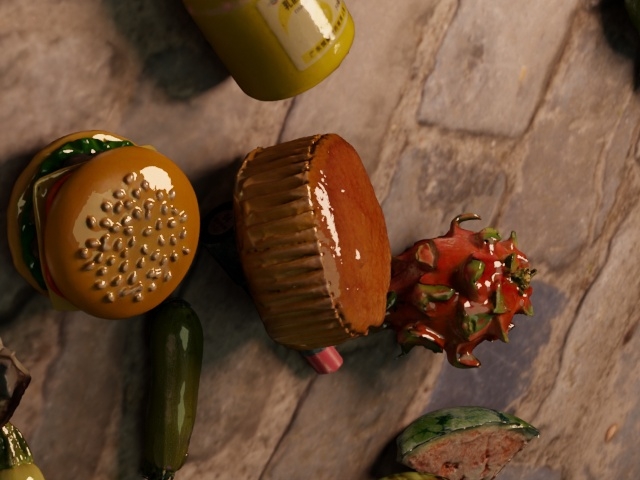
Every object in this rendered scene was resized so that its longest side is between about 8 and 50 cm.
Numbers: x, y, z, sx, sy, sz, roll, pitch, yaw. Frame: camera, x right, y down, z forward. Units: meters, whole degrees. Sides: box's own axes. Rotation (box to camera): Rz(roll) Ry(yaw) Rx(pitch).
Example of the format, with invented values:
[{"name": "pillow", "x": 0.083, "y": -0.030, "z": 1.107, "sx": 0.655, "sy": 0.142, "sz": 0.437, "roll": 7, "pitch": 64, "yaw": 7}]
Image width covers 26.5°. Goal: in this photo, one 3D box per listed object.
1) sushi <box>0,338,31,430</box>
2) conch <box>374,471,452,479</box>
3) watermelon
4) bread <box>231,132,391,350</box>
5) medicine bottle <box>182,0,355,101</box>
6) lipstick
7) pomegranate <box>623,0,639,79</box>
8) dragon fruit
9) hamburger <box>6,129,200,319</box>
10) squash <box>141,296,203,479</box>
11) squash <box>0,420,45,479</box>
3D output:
[{"name": "sushi", "x": -0.365, "y": 0.072, "z": 0.932, "sx": 0.348, "sy": 0.234, "sz": 0.207, "roll": 45, "pitch": 73, "yaw": -35}, {"name": "conch", "x": 0.094, "y": 0.322, "z": 1.460, "sx": 0.181, "sy": 0.187, "sz": 0.124, "roll": 55, "pitch": 26, "yaw": -50}, {"name": "watermelon", "x": 0.149, "y": 0.242, "z": 1.529, "sx": 0.187, "sy": 0.071, "sz": 0.139, "roll": -3, "pitch": 121, "yaw": -28}, {"name": "bread", "x": 0.000, "y": 0.000, "z": 1.252, "sx": 0.199, "sy": 0.104, "sz": 0.199, "roll": -11, "pitch": 90, "yaw": -68}, {"name": "medicine bottle", "x": -0.067, "y": -0.233, "z": 1.171, "sx": 0.122, "sy": 0.121, "sz": 0.212, "roll": -50, "pitch": 128, "yaw": -19}, {"name": "lipstick", "x": -0.041, "y": 0.056, "z": 1.328, "sx": 0.053, "sy": 0.053, "sz": 0.234, "roll": -51, "pitch": 133, "yaw": -18}, {"name": "pomegranate", "x": 0.434, "y": -0.269, "z": 1.575, "sx": 0.187, "sy": 0.187, "sz": 0.225, "roll": -29, "pitch": 147, "yaw": -32}, {"name": "dragon fruit", "x": 0.114, "y": 0.065, "z": 1.415, "sx": 0.235, "sy": 0.135, "sz": 0.137, "roll": -27, "pitch": 119, "yaw": -9}, {"name": "hamburger", "x": -0.181, "y": -0.013, "z": 1.136, "sx": 0.162, "sy": 0.115, "sz": 0.162, "roll": -12, "pitch": 110, "yaw": -36}, {"name": "squash", "x": -0.138, "y": 0.142, "z": 1.260, "sx": 0.052, "sy": 0.052, "sz": 0.184, "roll": -1, "pitch": 102, "yaw": -40}, {"name": "squash", "x": -0.274, "y": 0.262, "z": 1.162, "sx": 0.094, "sy": 0.094, "sz": 0.224, "roll": 2, "pitch": 94, "yaw": -41}]
